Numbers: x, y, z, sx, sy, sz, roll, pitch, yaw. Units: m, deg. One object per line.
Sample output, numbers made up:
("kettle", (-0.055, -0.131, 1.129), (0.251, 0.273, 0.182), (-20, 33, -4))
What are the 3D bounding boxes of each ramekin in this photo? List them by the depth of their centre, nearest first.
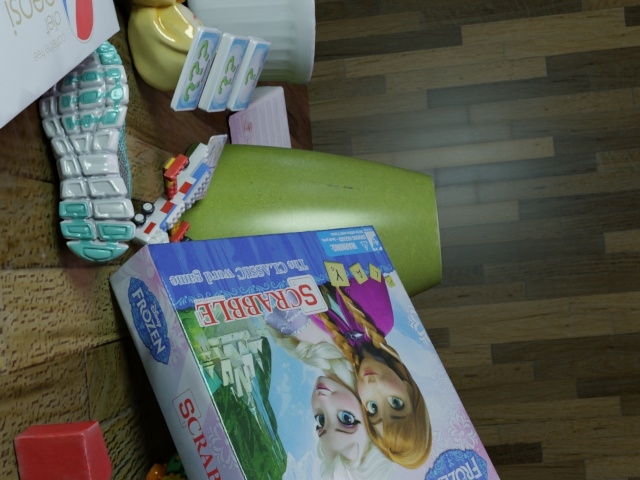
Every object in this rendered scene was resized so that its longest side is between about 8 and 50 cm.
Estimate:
("ramekin", (-0.094, -0.317, 0.968), (0.277, 0.135, 0.278), (174, -90, -83))

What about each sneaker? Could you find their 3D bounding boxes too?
("sneaker", (-0.171, -0.066, 0.616), (0.076, 0.064, 0.167), (166, -78, -79))

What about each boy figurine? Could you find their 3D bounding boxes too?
("boy figurine", (-0.153, -0.285, 0.770), (0.177, 0.092, 0.285), (-116, -163, -78))

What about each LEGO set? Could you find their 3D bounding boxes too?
("LEGO set", (-0.108, -0.079, 0.806), (0.244, 0.060, 0.182), (-67, 171, 14))

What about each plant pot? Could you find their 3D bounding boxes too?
("plant pot", (0.000, 0.000, 1.038), (0.275, 0.293, 0.275), (-5, 90, -84))

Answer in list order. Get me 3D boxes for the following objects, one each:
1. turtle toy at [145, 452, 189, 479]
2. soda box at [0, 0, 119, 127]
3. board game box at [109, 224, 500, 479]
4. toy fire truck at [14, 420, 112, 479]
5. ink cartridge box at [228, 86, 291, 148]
("turtle toy", (-0.116, 0.242, 0.723), (0.066, 0.095, 0.130), (33, 48, -56))
("soda box", (-0.179, -0.126, 0.460), (0.216, 0.069, 0.074), (-86, 169, -64))
("board game box", (0.005, 0.143, 0.752), (0.318, 0.066, 0.318), (-7, 66, -51))
("toy fire truck", (-0.156, 0.218, 0.478), (0.135, 0.047, 0.192), (-65, 149, -79))
("ink cartridge box", (-0.114, -0.149, 1.390), (0.225, 0.056, 0.181), (-45, 133, -58))
